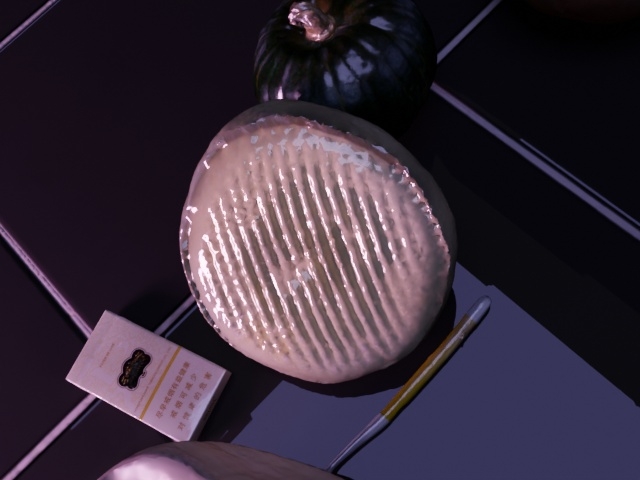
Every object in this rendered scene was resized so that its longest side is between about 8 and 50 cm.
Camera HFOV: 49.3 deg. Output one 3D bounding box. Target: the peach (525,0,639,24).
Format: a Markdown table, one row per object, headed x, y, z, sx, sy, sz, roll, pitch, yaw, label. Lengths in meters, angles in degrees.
| x | y | z | sx | sy | sz | roll | pitch | yaw | label |
| --- | --- | --- | --- | --- | --- | --- | --- | --- | --- |
| 0.319 | -0.383 | 0.768 | 0.292 | 0.247 | 0.292 | 1 | 98 | 8 | peach |

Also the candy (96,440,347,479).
| x | y | z | sx | sy | sz | roll | pitch | yaw | label |
| --- | --- | --- | --- | --- | --- | --- | --- | --- | --- |
| -0.057 | 0.388 | 0.565 | 0.386 | 0.186 | 0.427 | -3 | 74 | 23 | candy |

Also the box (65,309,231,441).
| x | y | z | sx | sy | sz | roll | pitch | yaw | label |
| --- | --- | --- | --- | --- | --- | --- | --- | --- | --- |
| -0.191 | 0.150 | 0.770 | 0.166 | 0.024 | 0.090 | 23 | 75 | 18 | box |

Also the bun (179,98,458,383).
| x | y | z | sx | sy | sz | roll | pitch | yaw | label |
| --- | --- | --- | --- | --- | --- | --- | --- | --- | --- |
| 0.000 | 0.000 | 0.710 | 0.287 | 0.146 | 0.287 | 4 | 106 | 14 | bun |

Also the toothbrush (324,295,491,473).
| x | y | z | sx | sy | sz | roll | pitch | yaw | label |
| --- | --- | --- | --- | --- | --- | --- | --- | --- | --- |
| 0.083 | 0.166 | 0.715 | 0.024 | 0.021 | 0.288 | 42 | 82 | 11 | toothbrush |

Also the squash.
| x | y | z | sx | sy | sz | roll | pitch | yaw | label |
| --- | --- | --- | --- | --- | --- | --- | --- | --- | --- |
| 0.026 | -0.196 | 0.781 | 0.218 | 0.172 | 0.218 | 0 | 63 | 0 | squash |
